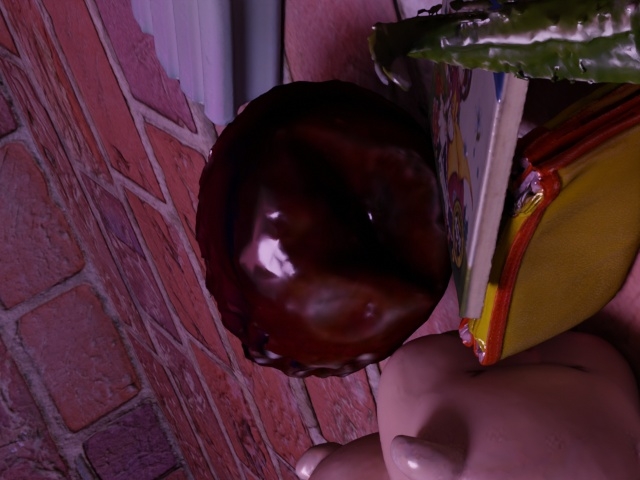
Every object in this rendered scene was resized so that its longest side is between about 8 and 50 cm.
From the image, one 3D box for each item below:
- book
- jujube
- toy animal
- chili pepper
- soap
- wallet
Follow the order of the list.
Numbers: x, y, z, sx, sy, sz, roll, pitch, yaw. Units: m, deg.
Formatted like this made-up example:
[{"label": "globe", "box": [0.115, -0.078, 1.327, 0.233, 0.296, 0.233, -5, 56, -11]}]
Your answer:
[{"label": "book", "box": [0.099, -0.136, 0.634, 0.322, 0.018, 0.228, 91, 177, -45]}, {"label": "jujube", "box": [0.000, 0.000, 0.938, 0.258, 0.258, 0.376, 53, 170, 10]}, {"label": "toy animal", "box": [0.119, 0.170, 0.837, 0.246, 0.345, 0.277, 72, -173, -57]}, {"label": "chili pepper", "box": [0.192, -0.093, 0.408, 0.359, 0.085, 0.076, -4, 135, 32]}, {"label": "soap", "box": [-0.119, -0.274, 1.009, 0.173, 0.095, 0.289, 46, 156, 24]}, {"label": "wallet", "box": [0.167, -0.011, 0.704, 0.067, 0.141, 0.241, 51, 157, 29]}]
